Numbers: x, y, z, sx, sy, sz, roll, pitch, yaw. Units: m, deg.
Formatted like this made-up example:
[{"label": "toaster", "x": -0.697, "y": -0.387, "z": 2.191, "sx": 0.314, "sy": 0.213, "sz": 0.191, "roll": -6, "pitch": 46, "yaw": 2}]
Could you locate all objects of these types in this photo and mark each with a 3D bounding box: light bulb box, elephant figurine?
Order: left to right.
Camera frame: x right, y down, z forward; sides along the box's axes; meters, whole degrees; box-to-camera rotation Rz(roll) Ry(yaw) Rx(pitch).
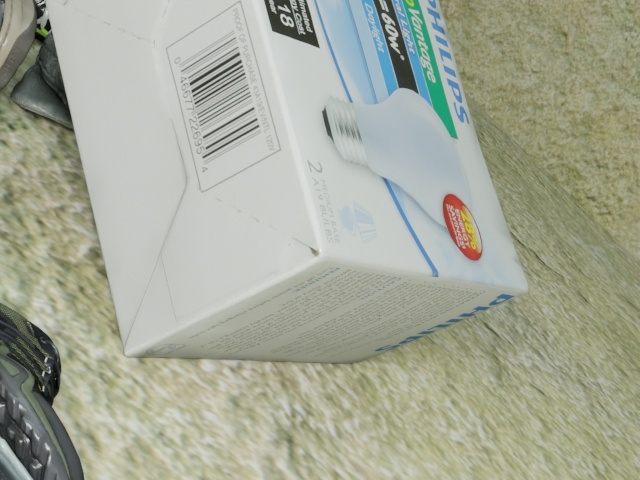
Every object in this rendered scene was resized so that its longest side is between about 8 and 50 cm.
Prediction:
[{"label": "elephant figurine", "x": -0.247, "y": -0.176, "z": 1.379, "sx": 0.239, "sy": 0.186, "sz": 0.169, "roll": 31, "pitch": 59, "yaw": 17}, {"label": "light bulb box", "x": -0.023, "y": -0.086, "z": 1.196, "sx": 0.361, "sy": 0.225, "sz": 0.357, "roll": 9, "pitch": 61, "yaw": -55}]

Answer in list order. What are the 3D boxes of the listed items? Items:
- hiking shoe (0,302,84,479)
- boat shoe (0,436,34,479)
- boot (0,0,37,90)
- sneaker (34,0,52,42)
[{"label": "hiking shoe", "x": -0.202, "y": 0.094, "z": 0.845, "sx": 0.114, "sy": 0.086, "sz": 0.227, "roll": 6, "pitch": 34, "yaw": -52}, {"label": "boat shoe", "x": -0.170, "y": 0.174, "z": 0.711, "sx": 0.227, "sy": 0.081, "sz": 0.079, "roll": 44, "pitch": 19, "yaw": 23}, {"label": "boot", "x": -0.463, "y": -0.316, "z": 1.316, "sx": 0.284, "sy": 0.138, "sz": 0.377, "roll": 21, "pitch": 29, "yaw": -41}, {"label": "sneaker", "x": -0.288, "y": -0.254, "z": 1.553, "sx": 0.235, "sy": 0.084, "sz": 0.097, "roll": 27, "pitch": 22, "yaw": -28}]
